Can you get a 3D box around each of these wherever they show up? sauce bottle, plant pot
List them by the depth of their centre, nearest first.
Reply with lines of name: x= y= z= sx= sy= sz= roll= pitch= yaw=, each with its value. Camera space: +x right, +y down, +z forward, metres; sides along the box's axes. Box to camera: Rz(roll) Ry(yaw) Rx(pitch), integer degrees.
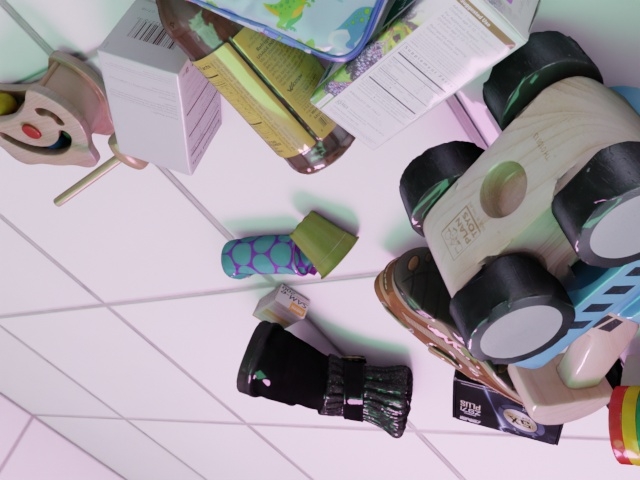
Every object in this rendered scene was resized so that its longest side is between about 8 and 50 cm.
sauce bottle: x=-0.092 y=-0.223 z=0.855 sx=0.111 sy=0.111 sz=0.344 roll=-12 pitch=131 yaw=42
plant pot: x=0.000 y=0.000 z=1.144 sx=0.079 sy=0.083 sz=0.083 roll=42 pitch=145 yaw=-5

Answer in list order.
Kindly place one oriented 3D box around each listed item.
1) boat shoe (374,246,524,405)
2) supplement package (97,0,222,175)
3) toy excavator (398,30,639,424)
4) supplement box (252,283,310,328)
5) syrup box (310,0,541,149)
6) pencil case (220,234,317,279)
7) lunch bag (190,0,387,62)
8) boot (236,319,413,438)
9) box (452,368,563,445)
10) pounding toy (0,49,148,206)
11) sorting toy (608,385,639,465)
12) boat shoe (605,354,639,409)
boat shoe: x=0.213 y=0.130 z=1.162 sx=0.324 sy=0.122 sz=0.120 roll=42 pitch=150 yaw=-14
supplement package: x=-0.191 y=-0.185 z=0.970 sx=0.105 sy=0.105 sz=0.179 roll=18 pitch=146 yaw=8
toy excavator: x=0.290 y=0.051 z=0.886 sx=0.445 sy=0.222 sz=0.433 roll=17 pitch=127 yaw=-33
supplement box: x=-0.069 y=0.119 z=1.379 sx=0.062 sy=0.036 sz=0.098 roll=34 pitch=147 yaw=-15
syrup box: x=0.101 y=-0.195 z=0.787 sx=0.096 sy=0.093 sz=0.237 roll=36 pitch=145 yaw=-16
pencil case: x=-0.080 y=0.027 z=1.234 sx=0.151 sy=0.064 sz=0.070 roll=-3 pitch=122 yaw=36
lunch bag: x=-0.032 y=-0.277 z=0.710 sx=0.219 sy=0.090 sz=0.176 roll=25 pitch=112 yaw=-2
boot: x=0.023 y=0.244 z=1.367 sx=0.260 sy=0.131 sz=0.348 roll=13 pitch=168 yaw=19
box: x=0.311 y=0.249 z=1.287 sx=0.180 sy=0.077 sz=0.147 roll=12 pitch=146 yaw=17
pounding toy: x=-0.379 y=-0.152 z=1.086 sx=0.269 sy=0.155 sz=0.154 roll=5 pitch=146 yaw=27
sorting toy: x=0.419 y=0.257 z=0.926 sx=0.089 sy=0.255 sz=0.257 roll=-8 pitch=180 yaw=37
boat shoe: x=0.572 y=0.236 z=1.093 sx=0.340 sy=0.127 sz=0.158 roll=8 pitch=159 yaw=24
